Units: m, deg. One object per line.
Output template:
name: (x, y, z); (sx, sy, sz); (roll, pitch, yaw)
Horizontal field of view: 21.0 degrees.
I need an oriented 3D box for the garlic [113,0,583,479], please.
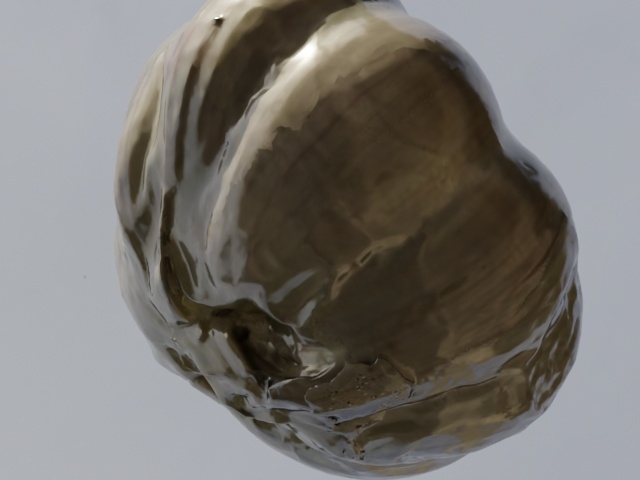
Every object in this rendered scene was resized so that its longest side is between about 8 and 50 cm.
garlic: (0.003, 0.002, 0.696); (0.152, 0.228, 0.228); (-36, -86, -20)
